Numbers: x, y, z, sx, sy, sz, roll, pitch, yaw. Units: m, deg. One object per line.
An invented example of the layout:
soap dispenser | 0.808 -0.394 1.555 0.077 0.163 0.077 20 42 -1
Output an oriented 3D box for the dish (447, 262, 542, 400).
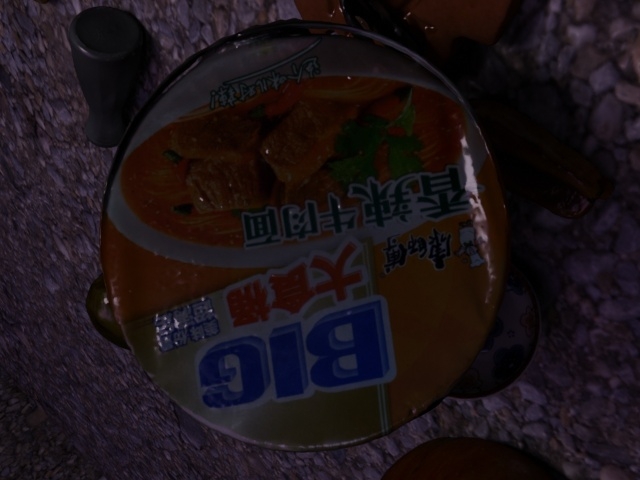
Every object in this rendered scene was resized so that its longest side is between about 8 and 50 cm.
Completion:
dish | 0.145 0.080 0.692 0.141 0.078 0.141 -4 80 24

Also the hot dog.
hot dog | 0.162 -0.067 0.572 0.144 0.038 0.062 34 139 23

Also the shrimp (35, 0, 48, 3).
shrimp | -0.424 -0.406 0.974 0.091 0.043 0.184 -5 117 56

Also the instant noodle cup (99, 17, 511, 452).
instant noodle cup | 0.000 0.000 0.583 0.296 0.296 0.214 48 -174 8

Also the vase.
vase | -0.285 -0.205 0.957 0.086 0.086 0.214 47 150 10

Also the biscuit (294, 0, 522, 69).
biscuit | 0.025 -0.253 0.567 0.306 0.043 0.283 39 143 21

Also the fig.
fig | -0.313 0.107 1.194 0.154 0.144 0.165 -124 32 -47

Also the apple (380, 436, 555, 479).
apple | 0.166 0.376 0.771 0.309 0.250 0.277 31 140 34

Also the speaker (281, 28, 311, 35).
speaker | -0.010 -0.163 0.691 0.095 0.060 0.075 15 142 -6

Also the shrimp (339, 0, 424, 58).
shrimp | 0.078 -0.180 0.491 0.219 0.046 0.152 33 139 26
